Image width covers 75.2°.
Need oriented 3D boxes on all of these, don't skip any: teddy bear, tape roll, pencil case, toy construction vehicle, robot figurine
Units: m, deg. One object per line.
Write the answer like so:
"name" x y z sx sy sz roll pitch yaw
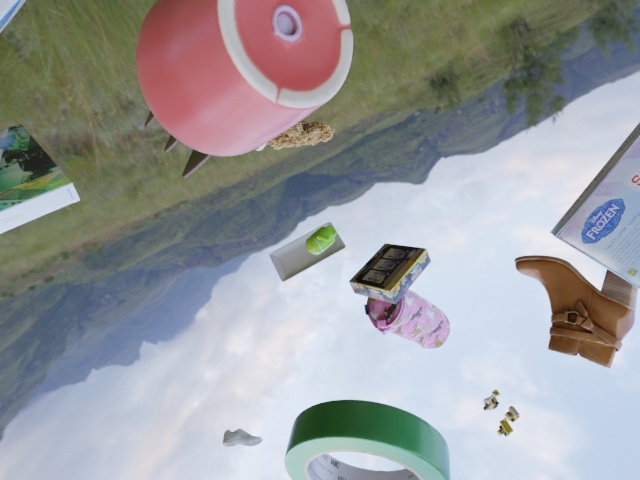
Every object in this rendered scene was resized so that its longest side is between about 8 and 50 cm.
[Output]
"teddy bear" -0.118 -0.355 1.403 0.245 0.113 0.337 11 -167 41
"tape roll" 0.091 0.441 0.826 0.321 0.321 0.077 -23 -152 29
"pencil case" 0.321 0.276 1.474 0.167 0.386 0.160 -44 -134 18
"toy construction vehicle" 0.416 0.405 0.969 0.035 0.098 0.086 -13 -132 -17
"robot figurine" 0.000 0.000 1.358 0.115 0.067 0.101 -39 171 -19

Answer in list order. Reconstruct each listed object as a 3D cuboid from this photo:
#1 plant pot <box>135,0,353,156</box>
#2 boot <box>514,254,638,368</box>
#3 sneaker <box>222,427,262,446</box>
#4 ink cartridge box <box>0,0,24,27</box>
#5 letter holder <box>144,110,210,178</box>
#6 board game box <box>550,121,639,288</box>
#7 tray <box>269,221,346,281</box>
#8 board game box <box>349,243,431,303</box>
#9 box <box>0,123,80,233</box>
"plant pot" -0.102 -0.270 0.600 0.275 0.275 0.243 -41 -154 -25
"boot" 0.593 0.163 1.017 0.283 0.109 0.220 18 -94 39
"sneaker" -0.296 0.751 1.589 0.061 0.152 0.054 -96 -162 -47
"ink cartridge box" -0.459 -0.304 0.542 0.231 0.078 0.134 2 -118 42
"letter holder" -0.301 -0.311 0.998 0.301 0.152 0.215 -25 -134 43
"board game box" 0.594 -0.048 0.621 0.319 0.318 0.066 -58 167 18
"tray" -0.048 0.045 1.565 0.270 0.030 0.145 -29 -126 -3
"board game box" 0.180 0.080 1.077 0.141 0.048 0.170 10 -136 48
"box" -0.737 -0.141 0.946 0.232 0.059 0.322 -34 -121 -31
